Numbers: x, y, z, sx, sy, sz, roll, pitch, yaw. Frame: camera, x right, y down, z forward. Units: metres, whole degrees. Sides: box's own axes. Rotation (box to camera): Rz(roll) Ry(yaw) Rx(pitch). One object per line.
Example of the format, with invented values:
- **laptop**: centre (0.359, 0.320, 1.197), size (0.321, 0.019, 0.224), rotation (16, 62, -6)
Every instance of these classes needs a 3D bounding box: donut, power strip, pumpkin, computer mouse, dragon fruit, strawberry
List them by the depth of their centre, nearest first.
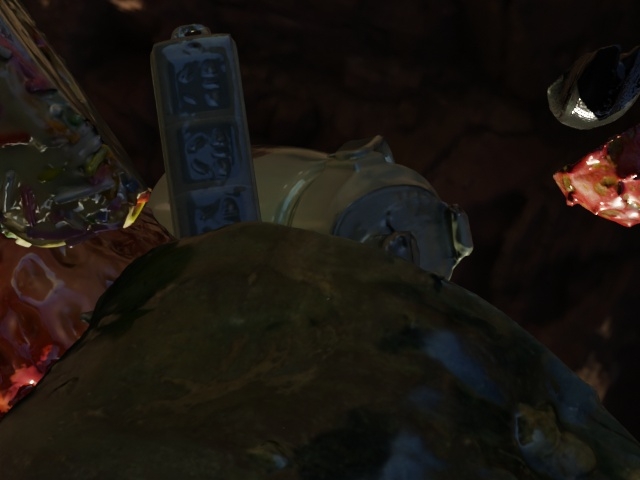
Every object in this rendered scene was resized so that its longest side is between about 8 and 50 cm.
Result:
- **pumpkin**: centre (-0.023, 0.159, 0.540), size (0.197, 0.263, 0.293), rotation (-57, 178, -35)
- **donut**: centre (-0.147, -0.066, 0.676), size (0.068, 0.175, 0.174), rotation (-37, 156, 0)
- **strawberry**: centre (-0.206, 0.003, 0.990), size (0.149, 0.336, 0.265), rotation (-40, -177, 34)
- **power strip**: centre (-0.094, -0.055, 1.301), size (0.052, 0.078, 0.272), rotation (150, -68, -85)
- **dragon fruit**: centre (0.303, -0.051, 1.415), size (0.153, 0.111, 0.153), rotation (-26, 174, -3)
- **computer mouse**: centre (0.274, -0.145, 1.482), size (0.135, 0.079, 0.047), rotation (122, -36, -55)

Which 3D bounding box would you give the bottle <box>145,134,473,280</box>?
- **bottle**: centre (0.000, 0.000, 1.495), size (0.229, 0.351, 0.229), rotation (1, 89, -38)
